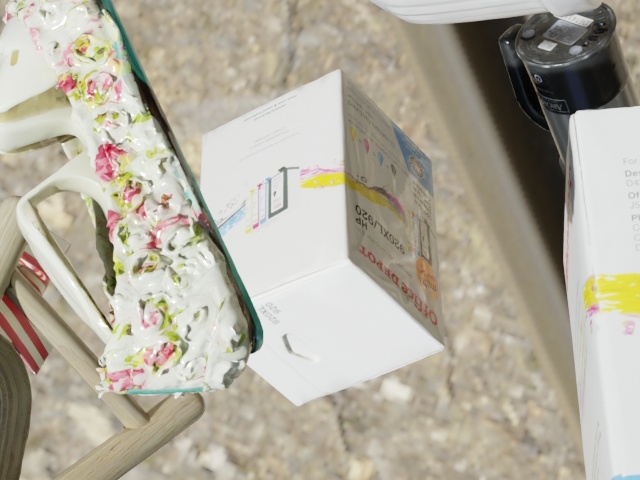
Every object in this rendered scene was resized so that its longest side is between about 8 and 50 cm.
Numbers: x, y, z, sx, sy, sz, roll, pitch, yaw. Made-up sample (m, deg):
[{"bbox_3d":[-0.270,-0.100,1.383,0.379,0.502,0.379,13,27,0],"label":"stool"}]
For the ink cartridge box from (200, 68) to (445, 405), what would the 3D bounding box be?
[{"bbox_3d":[0.000,0.000,1.645,0.168,0.233,0.171,-24,136,26],"label":"ink cartridge box"}]

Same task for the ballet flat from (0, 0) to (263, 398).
[{"bbox_3d":[-0.101,-0.038,0.761,0.077,0.241,0.091,-19,157,-15],"label":"ballet flat"}]

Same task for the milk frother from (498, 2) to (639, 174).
[{"bbox_3d":[0.235,-0.148,1.462,0.143,0.129,0.135,-31,129,-5],"label":"milk frother"}]

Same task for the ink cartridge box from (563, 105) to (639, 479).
[{"bbox_3d":[0.244,0.080,0.966,0.197,0.270,0.198,-5,154,4],"label":"ink cartridge box"}]

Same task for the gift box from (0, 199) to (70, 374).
[{"bbox_3d":[-0.384,0.073,1.580,0.255,0.276,0.258,30,116,-13],"label":"gift box"}]

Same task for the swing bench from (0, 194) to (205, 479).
[{"bbox_3d":[-0.241,0.116,0.891,0.253,0.255,0.165,4,140,51],"label":"swing bench"}]

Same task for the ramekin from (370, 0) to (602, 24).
[{"bbox_3d":[0.067,-0.205,0.882,0.109,0.207,0.207,-11,132,19],"label":"ramekin"}]
